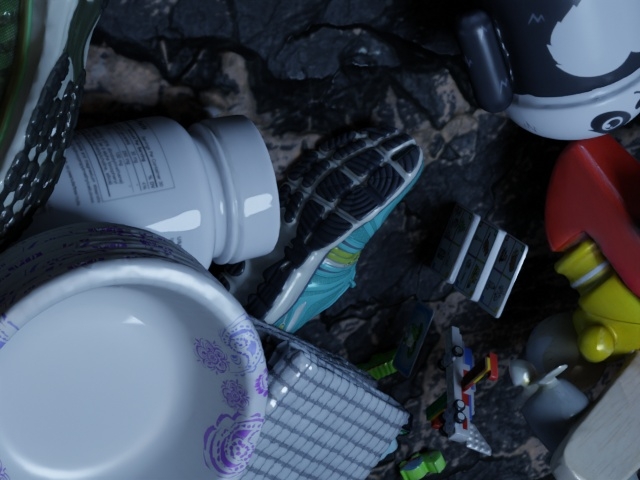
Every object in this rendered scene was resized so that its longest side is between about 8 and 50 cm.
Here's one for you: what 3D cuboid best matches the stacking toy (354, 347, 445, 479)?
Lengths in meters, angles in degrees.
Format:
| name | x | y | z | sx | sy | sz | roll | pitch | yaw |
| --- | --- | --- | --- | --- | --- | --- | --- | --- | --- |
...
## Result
| name | x | y | z | sx | sy | sz | roll | pitch | yaw |
| --- | --- | --- | --- | --- | --- | --- | --- | --- | --- |
| stacking toy | 0.021 | 0.234 | 2.055 | 0.221 | 0.052 | 0.167 | -30 | 124 | -10 |

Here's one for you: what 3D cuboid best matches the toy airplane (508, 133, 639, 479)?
| name | x | y | z | sx | sy | sz | roll | pitch | yaw |
| --- | --- | --- | --- | --- | --- | --- | --- | --- | --- |
| toy airplane | 0.341 | 0.117 | 1.970 | 0.272 | 0.384 | 0.386 | -17 | 150 | 36 |

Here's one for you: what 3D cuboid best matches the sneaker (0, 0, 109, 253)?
| name | x | y | z | sx | sy | sz | roll | pitch | yaw |
| --- | --- | --- | --- | --- | --- | --- | --- | --- | --- |
| sneaker | -0.289 | -0.158 | 1.599 | 0.182 | 0.158 | 0.410 | 14 | 78 | 6 |

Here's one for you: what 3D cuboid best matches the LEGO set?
| name | x | y | z | sx | sy | sz | roll | pitch | yaw |
| --- | --- | --- | --- | --- | --- | --- | --- | --- | --- |
| LEGO set | 0.142 | 0.100 | 1.944 | 0.060 | 0.182 | 0.244 | 19 | 97 | -22 |

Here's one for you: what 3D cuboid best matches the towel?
| name | x | y | z | sx | sy | sz | roll | pitch | yaw |
| --- | --- | --- | --- | --- | --- | --- | --- | --- | --- |
| towel | -0.064 | 0.199 | 1.857 | 0.235 | 0.121 | 0.283 | -51 | 149 | 4 |

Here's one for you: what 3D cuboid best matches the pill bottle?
| name | x | y | z | sx | sy | sz | roll | pitch | yaw |
| --- | --- | --- | --- | --- | --- | --- | --- | --- | --- |
| pill bottle | -0.191 | -0.024 | 1.750 | 0.283 | 0.160 | 0.160 | -11 | 119 | -20 |

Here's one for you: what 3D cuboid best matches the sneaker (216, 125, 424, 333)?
| name | x | y | z | sx | sy | sz | roll | pitch | yaw |
| --- | --- | --- | --- | --- | --- | --- | --- | --- | --- |
| sneaker | 0.000 | 0.000 | 1.913 | 0.275 | 0.107 | 0.110 | -47 | 145 | 8 |

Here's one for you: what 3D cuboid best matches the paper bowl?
| name | x | y | z | sx | sy | sz | roll | pitch | yaw |
| --- | --- | --- | --- | --- | --- | --- | --- | --- | --- |
| paper bowl | -0.198 | 0.121 | 1.628 | 0.284 | 0.148 | 0.284 | -10 | 115 | -22 |

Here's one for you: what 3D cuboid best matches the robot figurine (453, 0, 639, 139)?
| name | x | y | z | sx | sy | sz | roll | pitch | yaw |
| --- | --- | --- | --- | --- | --- | --- | --- | --- | --- |
| robot figurine | 0.231 | -0.228 | 1.843 | 0.209 | 0.173 | 0.278 | -12 | 122 | 7 |
